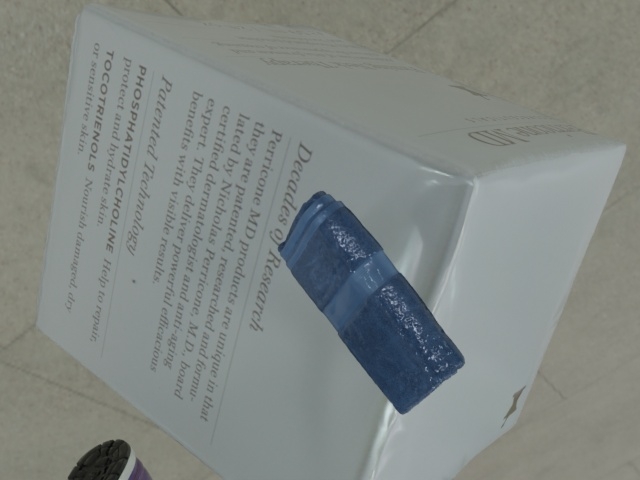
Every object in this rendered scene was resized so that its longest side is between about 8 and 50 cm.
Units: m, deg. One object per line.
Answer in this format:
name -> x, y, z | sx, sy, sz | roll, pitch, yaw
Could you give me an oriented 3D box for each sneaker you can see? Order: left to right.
sneaker -> -0.263, 0.372, 0.915 | 0.107, 0.283, 0.124 | -8, 124, 35

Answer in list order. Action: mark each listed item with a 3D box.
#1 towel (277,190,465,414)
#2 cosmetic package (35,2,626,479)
towel -> 0.027, 0.032, 0.441 | 0.029, 0.119, 0.067 | -30, 167, -31
cosmetic package -> 0.000, 0.000, 0.767 | 0.329, 0.393, 0.328 | -14, 126, -52
